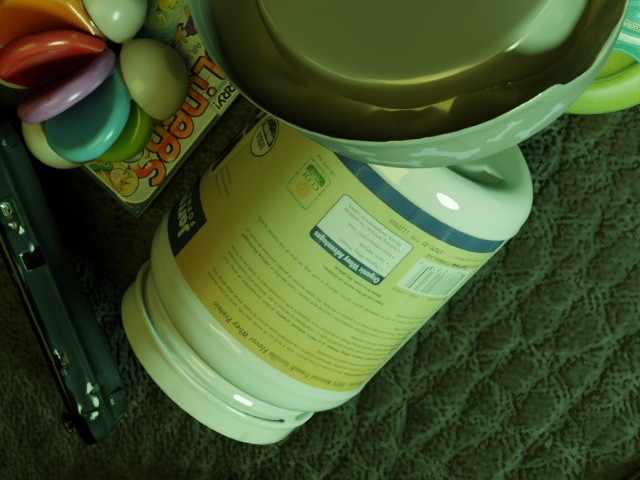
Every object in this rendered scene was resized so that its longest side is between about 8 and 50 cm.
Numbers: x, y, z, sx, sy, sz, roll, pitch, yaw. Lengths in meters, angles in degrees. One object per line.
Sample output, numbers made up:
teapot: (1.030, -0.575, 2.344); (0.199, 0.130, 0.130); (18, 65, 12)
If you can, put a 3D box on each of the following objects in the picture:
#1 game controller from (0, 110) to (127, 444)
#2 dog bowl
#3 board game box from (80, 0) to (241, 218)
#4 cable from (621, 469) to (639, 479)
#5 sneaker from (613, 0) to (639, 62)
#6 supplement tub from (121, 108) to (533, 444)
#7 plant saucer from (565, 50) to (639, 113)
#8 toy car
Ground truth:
game controller: (-0.257, 0.028, 1.806); (0.067, 0.166, 0.319); (-23, 103, -9)
dog bowl: (0.076, -0.211, 1.502); (0.348, 0.102, 0.349); (-5, 68, 12)
board game box: (-0.152, -0.137, 1.787); (0.136, 0.035, 0.201); (41, 115, 2)
cable: (0.332, 0.265, 1.760); (0.184, 0.047, 0.151); (-18, 106, 20)
sneaker: (0.157, -0.180, 1.600); (0.275, 0.107, 0.110); (4, 122, 20)
supplement tub: (0.000, 0.000, 1.676); (0.228, 0.228, 0.316); (43, 114, 1)
plant saucer: (0.211, -0.217, 1.642); (0.241, 0.037, 0.241); (5, 108, 17)
toy car: (-0.215, -0.144, 1.711); (0.159, 0.136, 0.182); (-24, 98, 23)
